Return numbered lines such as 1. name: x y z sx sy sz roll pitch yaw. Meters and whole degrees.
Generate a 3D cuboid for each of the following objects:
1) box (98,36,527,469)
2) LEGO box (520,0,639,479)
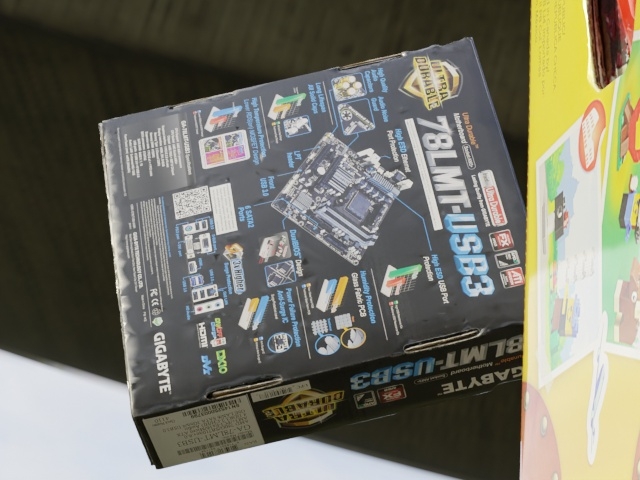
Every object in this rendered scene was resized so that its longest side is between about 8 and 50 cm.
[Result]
1. box: 0.000 0.000 1.379 0.293 0.295 0.073 -13 -43 0
2. LEGO box: 0.286 -0.128 0.751 0.372 0.500 0.193 5 -12 -12
